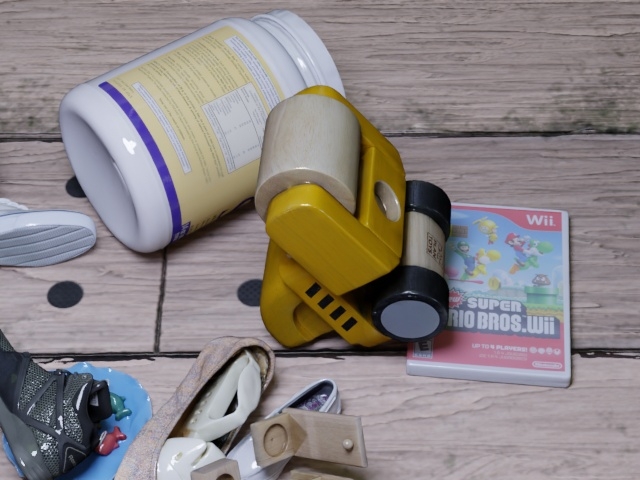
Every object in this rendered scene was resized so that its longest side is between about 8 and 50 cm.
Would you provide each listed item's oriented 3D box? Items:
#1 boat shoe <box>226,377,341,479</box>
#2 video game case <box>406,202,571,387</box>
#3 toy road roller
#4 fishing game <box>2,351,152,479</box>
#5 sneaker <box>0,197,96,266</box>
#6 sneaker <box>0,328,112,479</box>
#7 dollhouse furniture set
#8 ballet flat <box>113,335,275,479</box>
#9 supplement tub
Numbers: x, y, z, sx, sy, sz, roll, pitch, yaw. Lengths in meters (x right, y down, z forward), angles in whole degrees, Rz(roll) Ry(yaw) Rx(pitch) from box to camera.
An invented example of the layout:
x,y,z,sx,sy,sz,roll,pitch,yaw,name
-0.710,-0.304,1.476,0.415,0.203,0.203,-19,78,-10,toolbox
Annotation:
x,y,z,sx,sy,sz,roll,pitch,yaw,name
-0.046,0.227,1.611,0.184,0.063,0.066,-31,54,-25,boat shoe
0.222,0.064,1.783,0.204,0.025,0.285,4,48,5,video game case
0.000,0.000,1.666,0.240,0.329,0.203,-24,39,28,toy road roller
-0.294,0.216,1.642,0.264,0.041,0.189,16,48,16,fishing game
-0.428,-0.021,1.820,0.258,0.094,0.091,-5,52,-2,sneaker
-0.324,0.172,1.607,0.130,0.087,0.227,-27,55,-13,sneaker
-0.040,0.277,1.493,0.151,0.144,0.123,-16,10,-43,dollhouse furniture set
-0.141,0.224,1.573,0.106,0.107,0.316,-11,38,38,ballet flat
-0.155,-0.155,1.841,0.331,0.241,0.241,-29,54,-23,supplement tub
